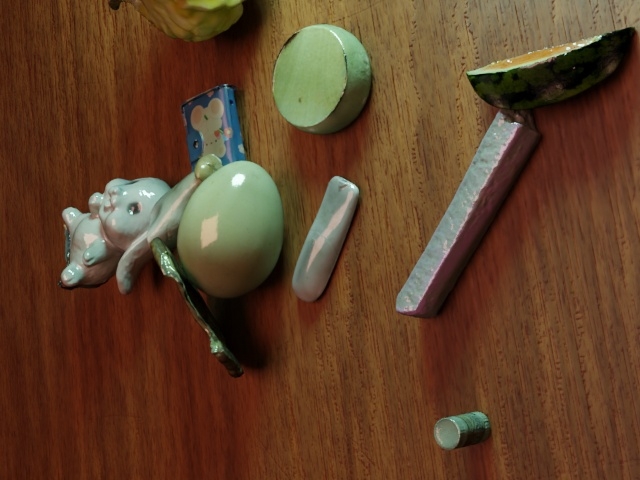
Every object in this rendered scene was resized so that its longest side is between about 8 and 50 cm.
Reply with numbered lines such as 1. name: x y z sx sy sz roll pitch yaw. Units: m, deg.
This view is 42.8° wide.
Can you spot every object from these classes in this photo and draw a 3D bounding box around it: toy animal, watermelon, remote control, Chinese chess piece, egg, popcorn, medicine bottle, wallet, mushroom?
1. toy animal: -0.422 -0.008 1.734 0.289 0.174 0.249 -11 67 43
2. watermelon: 0.307 -0.238 1.131 0.245 0.119 0.063 -12 121 36
3. remote control: 0.000 0.000 1.423 0.073 0.044 0.229 34 110 42
4. Chinese chess piece: 0.002 -0.279 1.423 0.188 0.083 0.188 -2 87 40
5. egg: -0.158 -0.019 1.473 0.189 0.189 0.253 23 98 42
6. popcorn: -0.240 -0.569 1.540 0.381 0.349 0.349 -46 47 -17
7. medicine bottle: 0.206 0.275 1.182 0.047 0.083 0.047 -4 84 43
8. wallet: -0.208 -0.195 1.620 0.141 0.059 0.202 -16 80 38
9. mushroom: -0.257 -0.068 1.574 0.093 0.116 0.225 42 109 -12

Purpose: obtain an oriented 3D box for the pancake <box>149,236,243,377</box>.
1. pancake: -0.227 0.126 1.500 0.033 0.288 0.286 -31 41 -6

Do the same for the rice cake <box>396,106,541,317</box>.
1. rice cake: 0.218 -0.033 1.210 0.056 0.073 0.365 42 112 39
